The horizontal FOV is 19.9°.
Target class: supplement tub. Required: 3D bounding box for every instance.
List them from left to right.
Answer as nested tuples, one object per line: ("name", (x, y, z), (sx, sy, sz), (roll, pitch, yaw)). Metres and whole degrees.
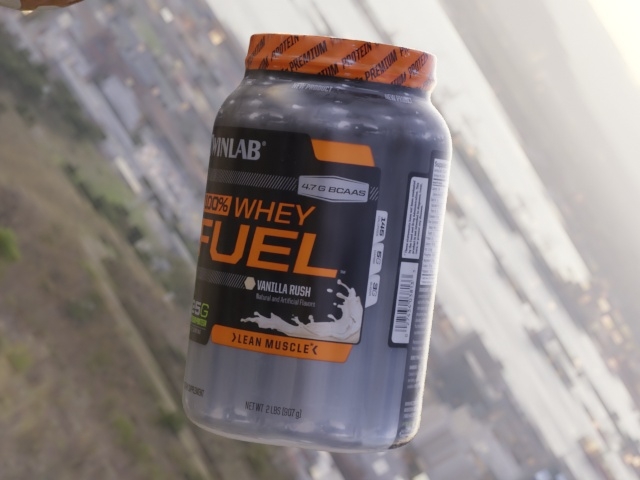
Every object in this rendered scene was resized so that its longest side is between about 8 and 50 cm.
("supplement tub", (0.000, 0.000, 0.876), (0.117, 0.117, 0.190), (-1, 97, -78))

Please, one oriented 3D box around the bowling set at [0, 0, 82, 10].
("bowling set", (-0.104, -0.140, 0.462), (0.200, 0.154, 0.287), (-74, 150, -45))
